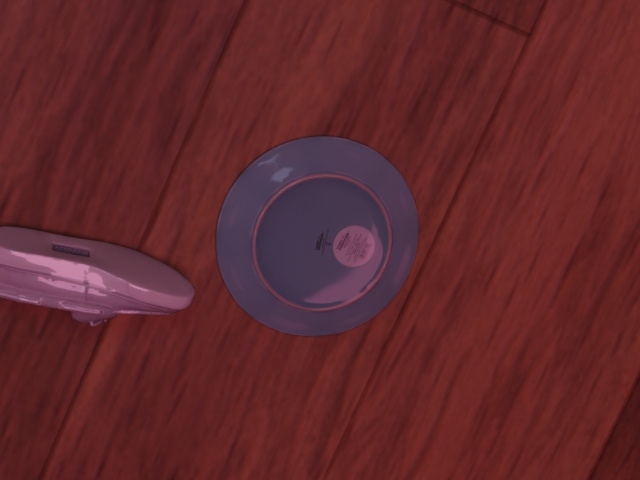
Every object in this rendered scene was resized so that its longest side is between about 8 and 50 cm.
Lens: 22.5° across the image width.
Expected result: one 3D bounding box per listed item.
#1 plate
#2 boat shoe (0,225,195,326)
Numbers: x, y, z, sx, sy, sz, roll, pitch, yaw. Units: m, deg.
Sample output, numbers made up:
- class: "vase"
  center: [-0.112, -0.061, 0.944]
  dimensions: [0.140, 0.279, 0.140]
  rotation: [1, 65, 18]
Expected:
- class: "plate"
  center: [0.000, 0.000, 1.439]
  dimensions: [0.188, 0.024, 0.188]
  rotation: [-3, 105, -11]
- class: "boat shoe"
  center: [-0.203, 0.041, 1.389]
  dimensions: [0.184, 0.066, 0.063]
  rotation: [11, 117, -17]
